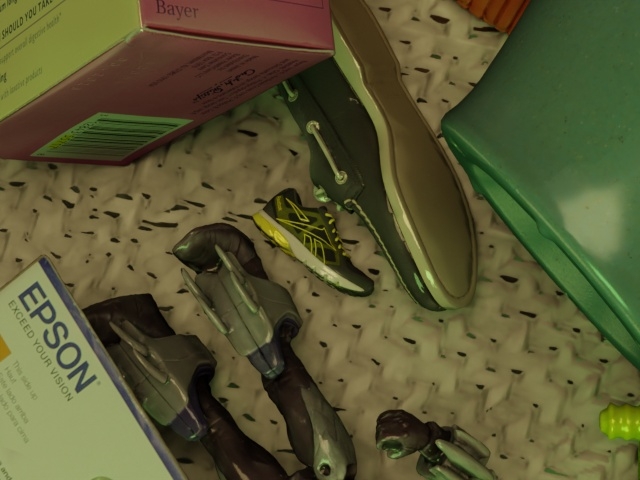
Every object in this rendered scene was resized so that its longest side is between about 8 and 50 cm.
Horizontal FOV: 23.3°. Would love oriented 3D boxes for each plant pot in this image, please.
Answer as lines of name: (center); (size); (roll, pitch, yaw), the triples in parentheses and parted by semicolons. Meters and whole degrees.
plant pot: (0.209, -0.068, 0.746); (0.255, 0.271, 0.271); (-41, 76, 1)

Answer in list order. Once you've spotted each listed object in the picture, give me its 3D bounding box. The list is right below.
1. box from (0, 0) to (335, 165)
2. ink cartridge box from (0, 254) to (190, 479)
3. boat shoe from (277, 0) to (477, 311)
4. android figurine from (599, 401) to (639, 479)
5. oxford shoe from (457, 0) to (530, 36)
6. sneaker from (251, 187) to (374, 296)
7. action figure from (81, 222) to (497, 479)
box: (-0.112, -0.185, 0.838); (0.213, 0.117, 0.243); (-22, 72, 50)
ink cartridge box: (-0.176, 0.232, 0.828); (0.330, 0.071, 0.324); (-36, 76, 10)
boat shoe: (0.026, -0.047, 0.883); (0.065, 0.075, 0.206); (-30, 75, 30)
android figurine: (0.282, 0.129, 0.807); (0.273, 0.056, 0.248); (-1, 80, 8)
oxford shoe: (0.063, -0.271, 0.883); (0.133, 0.130, 0.363); (-34, 85, -16)
sneaker: (0.000, 0.000, 0.886); (0.083, 0.031, 0.035); (37, 86, 13)
action figure: (-0.011, 0.131, 0.827); (0.185, 0.099, 0.285); (-40, 74, 6)
